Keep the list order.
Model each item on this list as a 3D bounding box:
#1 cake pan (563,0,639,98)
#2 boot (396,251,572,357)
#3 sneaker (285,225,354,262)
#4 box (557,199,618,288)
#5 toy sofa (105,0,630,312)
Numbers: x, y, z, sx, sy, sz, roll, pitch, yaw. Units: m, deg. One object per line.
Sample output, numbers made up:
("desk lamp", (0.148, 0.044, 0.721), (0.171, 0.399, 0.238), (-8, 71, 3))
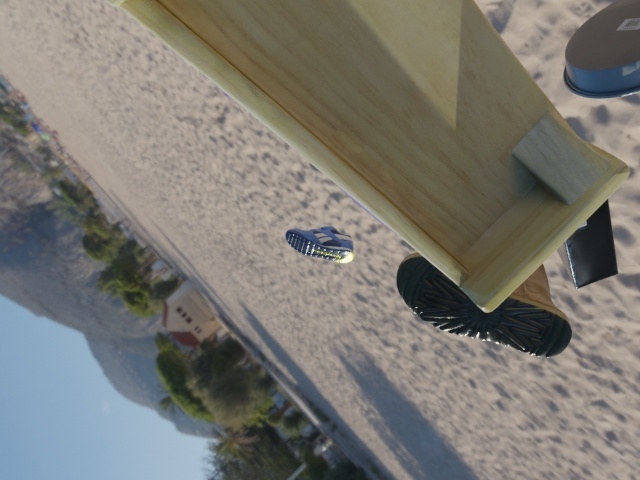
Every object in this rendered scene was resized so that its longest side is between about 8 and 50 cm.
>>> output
("cake pan", (0.605, -0.390, 1.151), (0.054, 0.293, 0.293), (49, 168, -30))
("boot", (0.220, 0.045, 0.848), (0.236, 0.089, 0.269), (26, -158, -1))
("sneaker", (0.000, 0.000, 1.207), (0.144, 0.059, 0.053), (17, 143, -8))
("box", (0.542, -0.051, 1.285), (0.261, 0.103, 0.184), (55, -163, -44))
("toy sofa", (0.032, -0.118, 0.413), (0.362, 0.150, 0.177), (36, -169, -34))
